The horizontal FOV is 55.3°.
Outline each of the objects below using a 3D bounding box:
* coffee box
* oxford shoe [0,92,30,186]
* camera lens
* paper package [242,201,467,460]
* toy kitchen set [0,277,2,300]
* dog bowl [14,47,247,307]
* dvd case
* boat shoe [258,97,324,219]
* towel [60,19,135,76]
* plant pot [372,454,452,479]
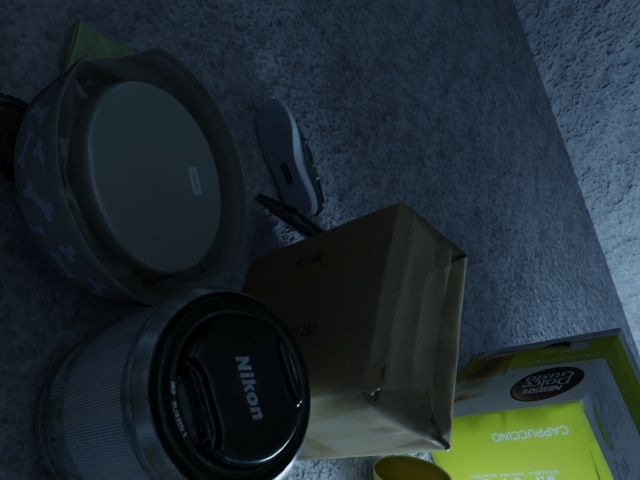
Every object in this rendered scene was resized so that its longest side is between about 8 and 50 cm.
[{"bbox_3d":[0.459,0.413,1.212,0.334,0.338,0.338,-23,91,-50],"label":"coffee box"},{"bbox_3d":[-0.373,-0.116,0.739,0.227,0.083,0.096,13,65,-44],"label":"oxford shoe"},{"bbox_3d":[-0.164,0.182,0.679,0.219,0.274,0.219,23,57,-40],"label":"camera lens"},{"bbox_3d":[0.025,0.138,0.870,0.168,0.325,0.309,40,48,-28],"label":"paper package"},{"bbox_3d":[-0.425,0.028,0.581,0.207,0.122,0.166,51,42,-18],"label":"toy kitchen set"},{"bbox_3d":[-0.232,-0.075,0.795,0.349,0.102,0.348,32,53,-57],"label":"dog bowl"},{"bbox_3d":[0.000,0.000,1.052,0.221,0.164,0.018,39,84,-30],"label":"dvd case"},{"bbox_3d":[-0.045,-0.149,1.123,0.076,0.080,0.228,-17,86,-58],"label":"boat shoe"},{"bbox_3d":[-0.324,-0.242,0.894,0.110,0.027,0.148,23,57,-41],"label":"towel"},{"bbox_3d":[0.149,0.440,1.037,0.134,0.134,0.095,1,100,-48],"label":"plant pot"}]
